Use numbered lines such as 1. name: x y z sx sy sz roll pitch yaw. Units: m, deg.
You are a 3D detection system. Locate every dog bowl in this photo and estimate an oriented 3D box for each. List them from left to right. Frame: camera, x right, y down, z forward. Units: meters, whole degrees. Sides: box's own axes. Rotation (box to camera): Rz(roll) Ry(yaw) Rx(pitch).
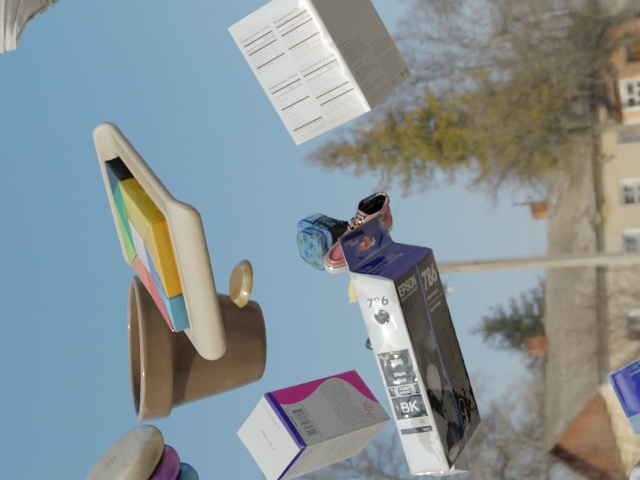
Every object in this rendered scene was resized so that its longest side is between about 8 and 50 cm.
1. dog bowl: 0.599 0.208 1.564 0.104 0.265 0.265 67 -165 15

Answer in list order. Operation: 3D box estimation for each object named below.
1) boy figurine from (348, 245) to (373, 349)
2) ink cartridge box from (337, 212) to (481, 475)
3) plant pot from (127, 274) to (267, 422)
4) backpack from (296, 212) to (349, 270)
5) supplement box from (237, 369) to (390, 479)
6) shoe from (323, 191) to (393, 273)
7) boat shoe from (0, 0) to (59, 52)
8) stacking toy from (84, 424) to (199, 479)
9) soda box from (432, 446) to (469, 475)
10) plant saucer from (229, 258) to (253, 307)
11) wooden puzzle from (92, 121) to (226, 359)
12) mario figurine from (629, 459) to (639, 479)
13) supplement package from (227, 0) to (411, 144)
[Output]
1. boy figurine: 0.132 0.130 2.295 0.092 0.177 0.285 -43 -48 -34
2. ink cartridge box: 0.126 0.128 1.330 0.165 0.065 0.332 -32 -74 -61
3. plant pot: -0.222 0.189 1.776 0.263 0.229 0.263 179 90 -74
4. backpack: 0.000 0.000 2.008 0.084 0.114 0.105 -28 -56 -27
5. supplement box: -0.009 0.304 1.628 0.220 0.114 0.111 -7 -130 -46
6. shoe: 0.068 -0.017 1.837 0.178 0.063 0.081 -40 -38 -28
7. boat shoe: -0.446 -0.403 1.542 0.098 0.096 0.277 127 152 -57
8. stacking toy: -0.156 0.394 1.302 0.330 0.141 0.141 45 -146 -17
9. soda box: 0.259 0.390 2.113 0.069 0.074 0.216 23 -124 -50
10. plant saucer: -0.139 0.073 1.689 0.015 0.083 0.083 9 -108 -27
11. wooden puzzle: -0.195 0.002 1.145 0.044 0.239 0.220 -25 -50 -23
12. mario figurine: 0.666 0.546 1.868 0.320 0.198 0.170 -60 -18 -54
13. supplement package: 0.002 -0.364 1.913 0.262 0.198 0.199 59 -141 -12
